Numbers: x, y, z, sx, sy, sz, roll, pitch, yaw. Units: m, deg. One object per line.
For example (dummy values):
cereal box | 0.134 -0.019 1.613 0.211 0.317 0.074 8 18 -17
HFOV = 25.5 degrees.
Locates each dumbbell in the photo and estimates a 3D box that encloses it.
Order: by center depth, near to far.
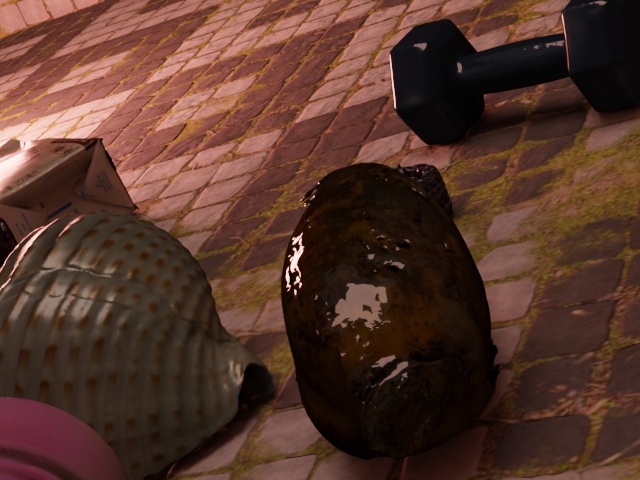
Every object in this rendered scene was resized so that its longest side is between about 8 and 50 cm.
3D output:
dumbbell | 0.246 -0.215 1.730 0.325 0.144 0.160 -8 25 34

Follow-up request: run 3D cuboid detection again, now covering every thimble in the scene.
thimble | 0.090 -0.040 1.584 0.104 0.066 0.095 -30 23 -23

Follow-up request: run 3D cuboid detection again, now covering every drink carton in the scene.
drink carton | -0.445 -0.060 2.107 0.194 0.132 0.324 -35 22 -29

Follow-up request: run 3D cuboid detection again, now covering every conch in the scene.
conch | -0.224 0.099 1.395 0.319 0.215 0.303 -4 39 44

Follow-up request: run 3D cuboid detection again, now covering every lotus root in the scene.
lotus root | 0.052 0.057 1.220 0.179 0.196 0.397 -26 23 8

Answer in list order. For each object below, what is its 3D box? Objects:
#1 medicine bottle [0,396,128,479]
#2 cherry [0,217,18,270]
medicine bottle | -0.246 0.273 0.988 0.212 0.212 0.325 -21 22 7
cherry | -0.487 0.040 1.846 0.195 0.195 0.195 -21 21 8
